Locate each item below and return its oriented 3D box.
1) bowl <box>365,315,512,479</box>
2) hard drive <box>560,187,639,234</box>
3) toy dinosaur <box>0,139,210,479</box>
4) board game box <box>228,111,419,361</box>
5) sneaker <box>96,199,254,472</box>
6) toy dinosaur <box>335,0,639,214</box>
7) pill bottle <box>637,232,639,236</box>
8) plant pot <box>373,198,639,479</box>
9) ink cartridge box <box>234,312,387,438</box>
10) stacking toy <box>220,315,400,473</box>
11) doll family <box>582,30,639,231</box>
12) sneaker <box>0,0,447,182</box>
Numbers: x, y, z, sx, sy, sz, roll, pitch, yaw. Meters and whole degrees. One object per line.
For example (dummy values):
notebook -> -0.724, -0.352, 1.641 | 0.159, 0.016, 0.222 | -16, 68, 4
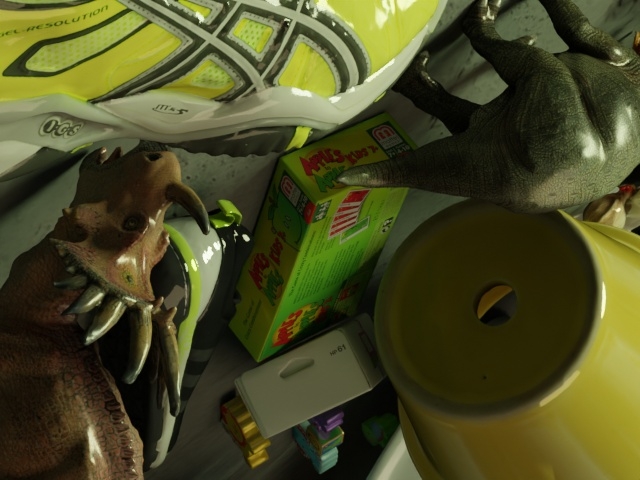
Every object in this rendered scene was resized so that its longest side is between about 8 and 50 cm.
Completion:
bowl -> 0.143, 0.226, 1.710 | 0.298, 0.134, 0.298 | -51, 163, -23
hard drive -> 0.305, -0.061, 1.654 | 0.307, 0.040, 0.203 | -36, 157, -8
toy dinosaur -> -0.141, 0.105, 1.048 | 0.200, 0.295, 0.127 | -6, -165, 18
board game box -> 0.000, 0.000, 1.291 | 0.092, 0.043, 0.181 | -24, 153, -31
sneaker -> -0.089, 0.065, 1.222 | 0.097, 0.084, 0.234 | -26, 154, -32
toy dinosaur -> 0.149, -0.079, 1.224 | 0.313, 0.160, 0.121 | -16, 148, -45
pill bottle -> 0.339, 0.055, 1.649 | 0.301, 0.169, 0.169 | -25, 153, -30
plant pot -> 0.157, 0.085, 1.363 | 0.254, 0.254, 0.239 | -41, 148, 3
ink cartridge box -> -0.003, 0.097, 1.388 | 0.088, 0.052, 0.122 | -26, 177, 10
stacking toy -> -0.005, 0.151, 1.565 | 0.167, 0.052, 0.221 | -29, 157, -19
doll family -> 0.263, -0.092, 1.447 | 0.163, 0.118, 0.263 | -15, 163, -23
sneaker -> -0.066, -0.124, 0.834 | 0.385, 0.145, 0.147 | -21, 151, -41
